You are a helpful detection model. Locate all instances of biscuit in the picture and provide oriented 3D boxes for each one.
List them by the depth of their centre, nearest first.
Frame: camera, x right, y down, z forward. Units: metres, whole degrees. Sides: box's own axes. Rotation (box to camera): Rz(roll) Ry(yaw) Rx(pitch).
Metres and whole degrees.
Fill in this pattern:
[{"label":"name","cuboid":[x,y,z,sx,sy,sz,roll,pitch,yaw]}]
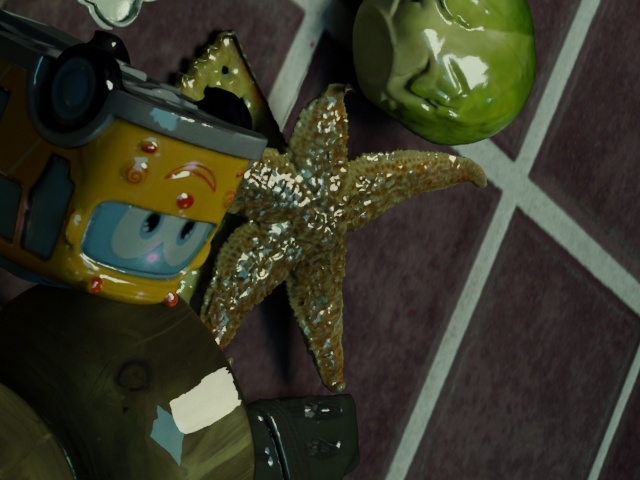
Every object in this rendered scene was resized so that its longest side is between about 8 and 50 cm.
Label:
[{"label":"biscuit","cuboid":[-0.093,-0.029,1.196,0.203,0.016,0.144,-52,136,-27]}]

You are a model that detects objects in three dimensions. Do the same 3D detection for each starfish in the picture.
[{"label":"starfish","cuboid":[-0.004,-0.001,1.255,0.295,0.048,0.231,-2,110,-42]}]

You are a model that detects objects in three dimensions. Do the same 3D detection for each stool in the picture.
[{"label":"stool","cuboid":[-0.190,0.140,0.990,0.264,0.179,0.179,-28,122,-37]}]

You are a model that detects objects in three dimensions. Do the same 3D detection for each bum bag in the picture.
[{"label":"bum bag","cuboid":[-0.073,0.176,1.235,0.326,0.080,0.142,3,96,-49]}]

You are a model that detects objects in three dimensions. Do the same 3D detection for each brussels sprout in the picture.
[{"label":"brussels sprout","cuboid":[0.089,-0.139,1.305,0.155,0.117,0.155,2,86,-34]}]

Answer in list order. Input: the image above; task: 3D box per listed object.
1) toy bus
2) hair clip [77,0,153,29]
[{"label":"toy bus","cuboid":[-0.140,-0.047,0.991,0.126,0.209,0.136,14,100,-51]},{"label":"hair clip","cuboid":[-0.094,-0.210,1.026,0.220,0.054,0.140,-46,129,-32]}]
